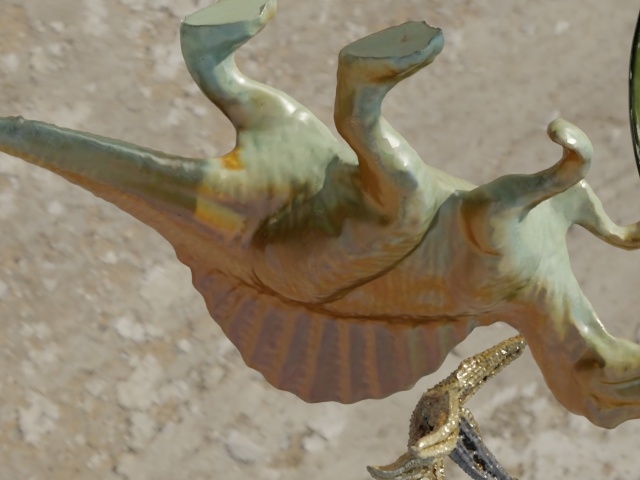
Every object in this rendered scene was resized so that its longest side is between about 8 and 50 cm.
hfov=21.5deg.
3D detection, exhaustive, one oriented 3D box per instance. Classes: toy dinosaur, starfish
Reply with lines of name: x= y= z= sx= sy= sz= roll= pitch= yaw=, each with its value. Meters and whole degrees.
toy dinosaur: x=0.002 y=0.000 z=0.495 sx=0.212 sy=0.057 sz=0.142 roll=-5 pitch=122 yaw=12
starfish: x=0.071 y=0.088 z=0.835 sx=0.130 sy=0.041 sz=0.133 roll=-59 pitch=150 yaw=-21

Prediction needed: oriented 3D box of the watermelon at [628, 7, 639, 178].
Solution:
watermelon: x=0.119 y=-0.002 z=0.392 sx=0.087 sy=0.163 sz=0.069 roll=-25 pitch=164 yaw=-3
